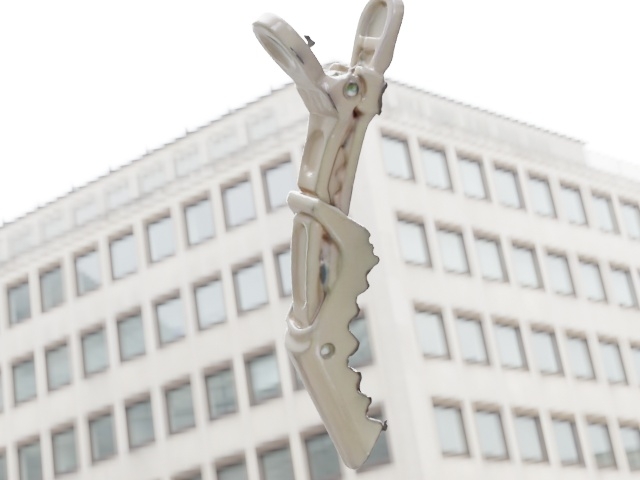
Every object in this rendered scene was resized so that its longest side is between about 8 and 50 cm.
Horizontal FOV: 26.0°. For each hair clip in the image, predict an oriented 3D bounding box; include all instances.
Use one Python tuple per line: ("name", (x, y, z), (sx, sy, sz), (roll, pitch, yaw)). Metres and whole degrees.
("hair clip", (0.000, 0.000, 0.636), (0.072, 0.226, 0.034), (-4, 13, -28))
